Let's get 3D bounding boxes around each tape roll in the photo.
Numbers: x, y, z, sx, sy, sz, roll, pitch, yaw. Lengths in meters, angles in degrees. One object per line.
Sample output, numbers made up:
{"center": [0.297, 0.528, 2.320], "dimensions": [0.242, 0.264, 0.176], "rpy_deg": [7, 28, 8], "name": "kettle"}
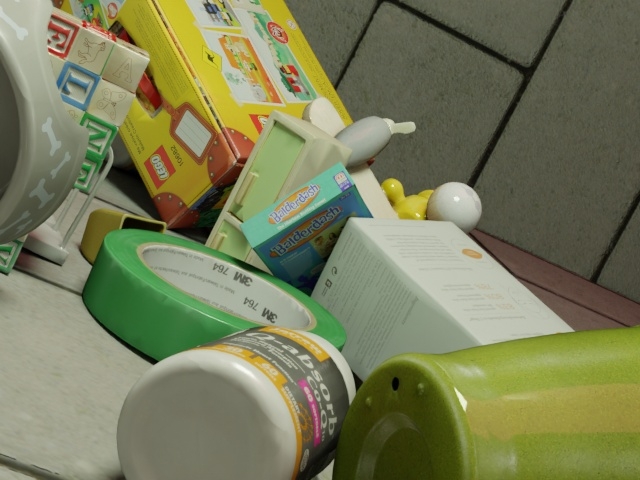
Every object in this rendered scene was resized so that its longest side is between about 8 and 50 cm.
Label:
{"center": [-0.128, 0.087, 1.636], "dimensions": [0.321, 0.077, 0.321], "rpy_deg": [24, 11, -5], "name": "tape roll"}

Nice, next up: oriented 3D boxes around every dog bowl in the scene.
{"center": [-0.420, -0.140, 1.393], "dimensions": [0.349, 0.348, 0.102], "rpy_deg": [28, 22, 3], "name": "dog bowl"}

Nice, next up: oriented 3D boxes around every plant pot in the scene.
{"center": [0.212, 0.233, 1.203], "dimensions": [0.353, 0.366, 0.366], "rpy_deg": [9, 18, -25], "name": "plant pot"}
{"center": [-0.269, -0.001, 1.763], "dimensions": [0.083, 0.081, 0.081], "rpy_deg": [20, 4, 37], "name": "plant pot"}

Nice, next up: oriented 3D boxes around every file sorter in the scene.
{"center": [-0.398, -0.126, 1.736], "dimensions": [0.193, 0.173, 0.277], "rpy_deg": [27, 10, -26], "name": "file sorter"}

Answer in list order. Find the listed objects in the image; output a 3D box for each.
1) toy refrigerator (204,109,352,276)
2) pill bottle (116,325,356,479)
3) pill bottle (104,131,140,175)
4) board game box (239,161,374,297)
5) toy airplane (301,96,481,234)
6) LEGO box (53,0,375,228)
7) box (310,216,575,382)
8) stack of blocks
{"center": [-0.073, -0.039, 1.887], "dimensions": [0.094, 0.269, 0.102], "rpy_deg": [15, 17, -47], "name": "toy refrigerator"}
{"center": [-0.064, 0.164, 1.240], "dimensions": [0.162, 0.162, 0.278], "rpy_deg": [29, 11, 12], "name": "pill bottle"}
{"center": [-0.247, -0.169, 2.407], "dimensions": [0.272, 0.152, 0.152], "rpy_deg": [18, 14, -39], "name": "pill bottle"}
{"center": [0.000, 0.000, 1.816], "dimensions": [0.047, 0.160, 0.210], "rpy_deg": [59, 1, 32], "name": "board game box"}
{"center": [0.121, -0.006, 2.080], "dimensions": [0.386, 0.272, 0.384], "rpy_deg": [39, 33, -39], "name": "toy airplane"}
{"center": [-0.185, -0.282, 2.273], "dimensions": [0.372, 0.193, 0.500], "rpy_deg": [-4, 60, -52], "name": "LEGO box"}
{"center": [0.177, 0.133, 1.759], "dimensions": [0.215, 0.168, 0.345], "rpy_deg": [2, 33, -44], "name": "box"}
{"center": [-0.337, -0.118, 1.544], "dimensions": [0.171, 0.297, 0.087], "rpy_deg": [25, 9, -14], "name": "stack of blocks"}
